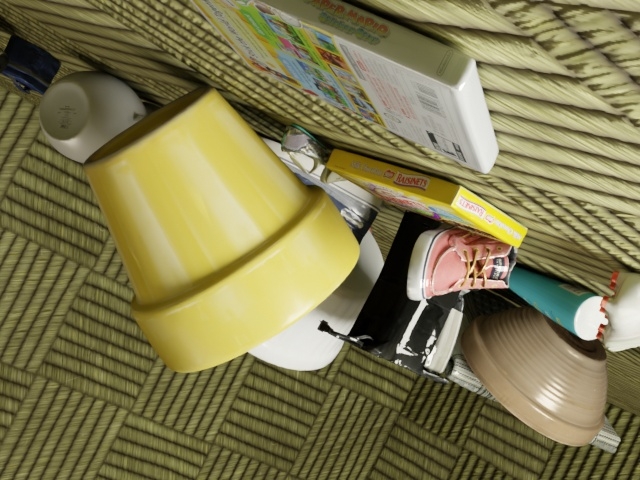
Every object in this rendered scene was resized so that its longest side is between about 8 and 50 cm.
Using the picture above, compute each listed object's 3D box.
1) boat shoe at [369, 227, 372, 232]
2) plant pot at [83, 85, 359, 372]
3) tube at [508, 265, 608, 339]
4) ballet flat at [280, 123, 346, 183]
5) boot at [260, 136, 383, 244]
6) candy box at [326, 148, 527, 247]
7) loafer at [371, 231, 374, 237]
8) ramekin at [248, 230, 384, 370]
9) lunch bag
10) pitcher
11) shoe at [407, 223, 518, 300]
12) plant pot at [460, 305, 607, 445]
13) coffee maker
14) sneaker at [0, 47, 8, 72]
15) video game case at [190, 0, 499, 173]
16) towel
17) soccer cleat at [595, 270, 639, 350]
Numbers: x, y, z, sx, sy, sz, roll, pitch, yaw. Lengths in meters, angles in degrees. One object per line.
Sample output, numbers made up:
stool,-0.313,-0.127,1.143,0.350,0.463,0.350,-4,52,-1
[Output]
boat shoe,0.000,0.000,1.787,0.060,0.064,0.178,40,138,-26
plant pot,-0.122,-0.026,1.331,0.239,0.254,0.254,59,167,-14
tube,0.268,0.062,1.486,0.080,0.052,0.207,36,178,-28
ballet flat,0.002,-0.083,1.315,0.114,0.041,0.041,28,176,-30
boot,-0.022,-0.055,1.520,0.190,0.086,0.069,27,177,-2
candy box,0.102,-0.045,1.236,0.105,0.027,0.206,31,175,-36
loafer,0.008,-0.036,1.842,0.170,0.062,0.061,42,-143,-6
ramekin,-0.047,0.022,1.612,0.277,0.135,0.277,31,-151,-20
lunch bag,-0.437,-0.256,1.840,0.067,0.065,0.098,26,176,12
pitcher,-0.270,-0.163,1.695,0.178,0.125,0.207,3,178,24
shoe,0.146,0.022,1.238,0.081,0.063,0.178,10,-164,19
plant pot,0.323,0.167,1.740,0.237,0.109,0.237,31,-158,-14
coffee maker,0.113,0.059,1.438,0.120,0.178,0.171,22,177,36
sneaker,-0.543,-0.298,1.644,0.182,0.158,0.410,57,172,10
video game case,0.015,-0.118,0.816,0.206,0.026,0.227,26,177,15
towel,0.301,0.166,1.898,0.312,0.056,0.324,26,-158,-18
soccer cleat,0.312,0.078,1.194,0.076,0.068,0.196,23,173,17
